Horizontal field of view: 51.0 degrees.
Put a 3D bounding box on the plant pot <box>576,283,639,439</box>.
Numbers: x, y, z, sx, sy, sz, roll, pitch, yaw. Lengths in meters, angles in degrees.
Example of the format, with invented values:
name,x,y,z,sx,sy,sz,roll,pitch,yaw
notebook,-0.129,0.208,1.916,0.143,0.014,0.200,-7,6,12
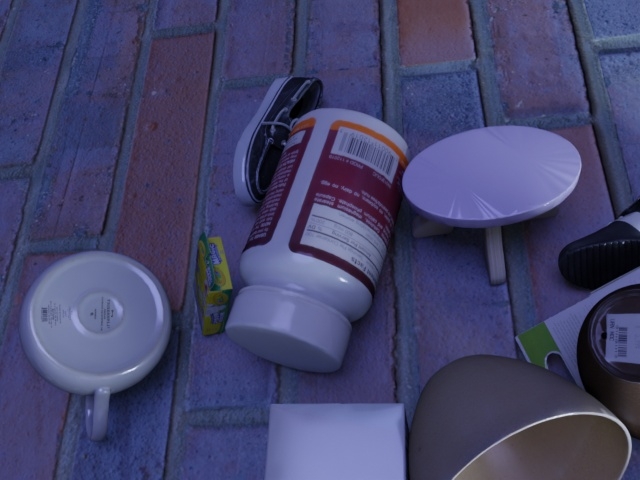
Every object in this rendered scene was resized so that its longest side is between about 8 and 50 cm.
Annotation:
name,x,y,z,sx,sy,sz,roll,pitch,yaw
plant pot,0.411,0.140,0.835,0.216,0.230,0.215,-12,67,30

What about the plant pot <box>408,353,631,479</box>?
name,x,y,z,sx,sy,sz,roll,pitch,yaw
plant pot,0.233,0.267,0.905,0.284,0.284,0.191,-25,37,-4

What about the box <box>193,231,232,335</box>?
name,x,y,z,sx,sy,sz,roll,pitch,yaw
box,-0.182,0.072,1.120,0.043,0.179,0.105,-7,59,-17

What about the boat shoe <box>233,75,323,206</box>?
name,x,y,z,sx,sy,sz,roll,pitch,yaw
boat shoe,-0.070,-0.195,1.286,0.105,0.113,0.306,3,52,28

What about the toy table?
name,x,y,z,sx,sy,sz,roll,pitch,yaw
toy table,0.281,-0.070,1.123,0.275,0.160,0.252,1,62,12

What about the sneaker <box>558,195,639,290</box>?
name,x,y,z,sx,sy,sz,roll,pitch,yaw
sneaker,0.538,-0.015,1.082,0.331,0.122,0.146,-12,42,5

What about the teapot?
name,x,y,z,sx,sy,sz,roll,pitch,yaw
teapot,-0.375,0.155,1.117,0.253,0.187,0.256,40,55,-1

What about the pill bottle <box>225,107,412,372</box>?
name,x,y,z,sx,sy,sz,roll,pitch,yaw
pill bottle,0.000,0.000,1.100,0.224,0.224,0.391,12,64,17

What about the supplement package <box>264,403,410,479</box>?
name,x,y,z,sx,sy,sz,roll,pitch,yaw
supplement package,0.029,0.348,0.944,0.194,0.149,0.203,-2,61,10

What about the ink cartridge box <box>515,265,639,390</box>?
name,x,y,z,sx,sy,sz,roll,pitch,yaw
ink cartridge box,0.455,0.168,1.001,0.255,0.097,0.188,-33,58,20
